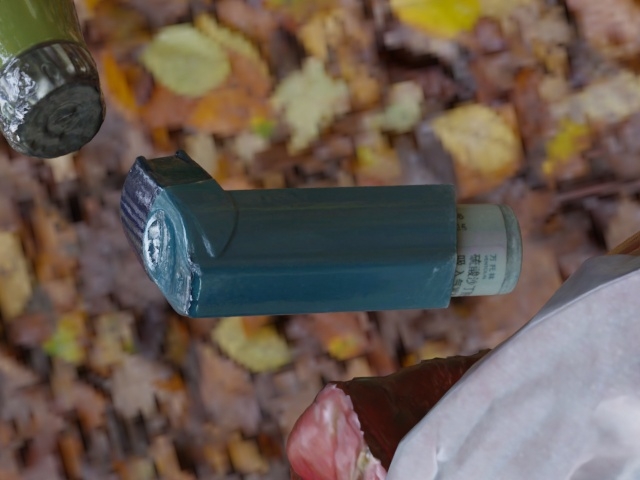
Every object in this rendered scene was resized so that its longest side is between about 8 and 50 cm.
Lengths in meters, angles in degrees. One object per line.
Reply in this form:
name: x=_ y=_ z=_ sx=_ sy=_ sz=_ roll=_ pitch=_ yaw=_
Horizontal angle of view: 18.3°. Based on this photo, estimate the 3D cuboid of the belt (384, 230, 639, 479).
belt: x=0.161 y=0.093 z=0.574 sx=0.324 sy=0.115 sz=0.227 roll=-13 pitch=96 yaw=28

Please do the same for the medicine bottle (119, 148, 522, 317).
medicine bottle: x=0.000 y=0.000 z=1.326 sx=0.124 sy=0.258 sz=0.079 roll=-109 pitch=22 yaw=-56

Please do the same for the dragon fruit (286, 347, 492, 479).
dragon fruit: x=0.101 y=0.168 z=0.941 sx=0.152 sy=0.317 sz=0.205 roll=-42 pitch=65 yaw=33

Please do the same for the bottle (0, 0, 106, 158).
bottle: x=-0.218 y=-0.154 z=1.251 sx=0.260 sy=0.112 sz=0.112 roll=51 pitch=142 yaw=34
